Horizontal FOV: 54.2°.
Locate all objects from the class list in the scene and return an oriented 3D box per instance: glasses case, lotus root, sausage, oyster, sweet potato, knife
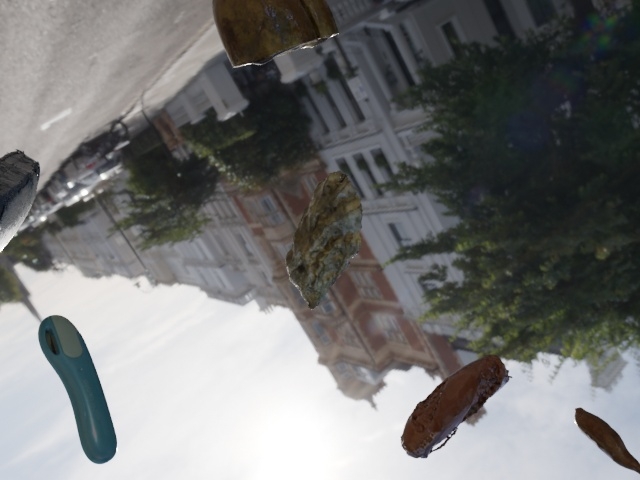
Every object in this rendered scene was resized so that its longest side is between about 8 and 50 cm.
[{"bbox_3d":[-0.390,-0.035,0.743,0.109,0.067,0.282,-63,-162,12],"label":"glasses case"},{"bbox_3d":[-0.081,-0.392,1.040,0.199,0.179,0.188,-16,-165,-3],"label":"lotus root"},{"bbox_3d":[0.250,0.283,1.122,0.079,0.087,0.327,17,-155,38],"label":"sausage"},{"bbox_3d":[-0.003,-0.009,1.001,0.072,0.133,0.209,-6,133,-46],"label":"oyster"},{"bbox_3d":[0.599,0.420,1.288,0.056,0.056,0.195,-32,-130,-10],"label":"sweet potato"},{"bbox_3d":[-0.331,0.200,0.853,0.031,0.222,0.064,-41,157,29],"label":"knife"}]
